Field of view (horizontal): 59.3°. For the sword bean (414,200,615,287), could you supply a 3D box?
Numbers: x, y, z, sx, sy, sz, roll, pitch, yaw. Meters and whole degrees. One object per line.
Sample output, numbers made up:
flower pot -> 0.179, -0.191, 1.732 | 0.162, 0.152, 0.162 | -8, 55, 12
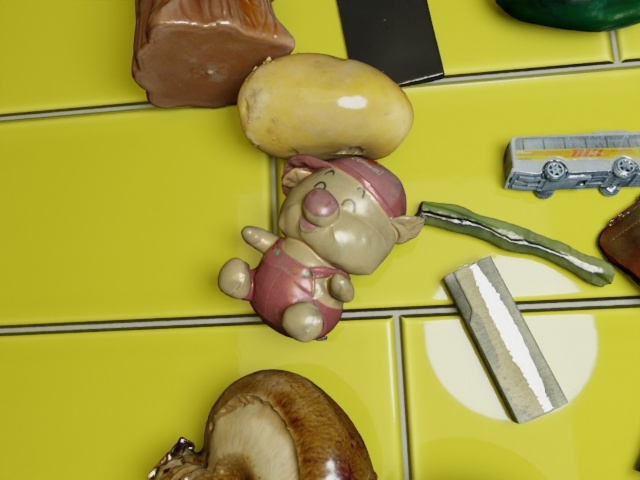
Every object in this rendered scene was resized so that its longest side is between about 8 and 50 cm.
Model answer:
sword bean -> 0.257, 0.000, 0.753 | 0.269, 0.038, 0.043 | 21, 95, 10

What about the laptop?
laptop -> 0.100, -0.317, 0.841 | 0.135, 0.016, 0.197 | -10, 77, 6

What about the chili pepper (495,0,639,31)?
chili pepper -> 0.354, -0.407, 0.723 | 0.256, 0.249, 0.234 | -3, 57, 7

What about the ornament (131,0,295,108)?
ornament -> -0.168, -0.326, 0.778 | 0.235, 0.221, 0.218 | -18, 73, 25

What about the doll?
doll -> 0.001, 0.000, 0.726 | 0.196, 0.152, 0.256 | 36, 81, -2

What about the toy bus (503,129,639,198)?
toy bus -> 0.344, -0.102, 0.751 | 0.190, 0.064, 0.075 | -3, 67, 6

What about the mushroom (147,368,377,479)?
mushroom -> -0.058, 0.302, 0.653 | 0.278, 0.163, 0.298 | 5, 80, 29

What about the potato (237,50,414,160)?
potato -> 0.007, -0.174, 0.746 | 0.233, 0.150, 0.146 | 0, 107, -1

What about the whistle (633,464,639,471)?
whistle -> 0.474, 0.156, 0.689 | 0.062, 0.062, 0.305 | 26, 84, 10

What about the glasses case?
glasses case -> 0.236, 0.125, 0.727 | 0.070, 0.047, 0.205 | -25, 78, 3

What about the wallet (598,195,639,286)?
wallet -> 0.487, -0.036, 0.713 | 0.255, 0.031, 0.137 | -37, 57, 1
